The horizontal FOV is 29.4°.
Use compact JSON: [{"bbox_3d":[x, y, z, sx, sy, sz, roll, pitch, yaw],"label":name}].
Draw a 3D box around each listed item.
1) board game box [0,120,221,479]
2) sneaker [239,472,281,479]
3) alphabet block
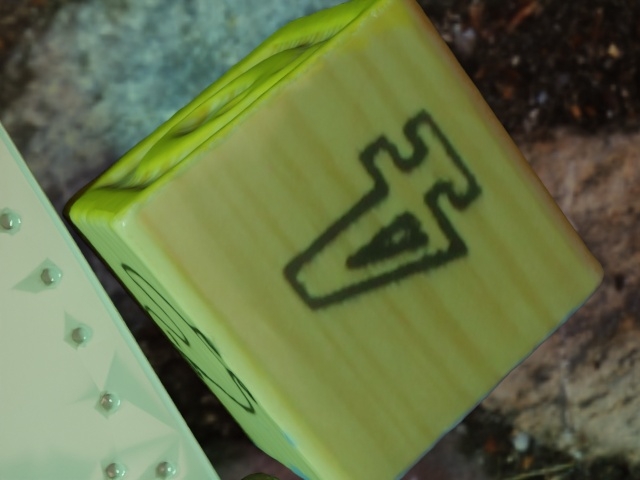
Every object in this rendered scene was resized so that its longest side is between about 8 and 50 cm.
[{"bbox_3d":[-0.298,0.110,0.656,0.390,0.050,0.390,-33,104,-16],"label":"board game box"},{"bbox_3d":[-0.096,0.194,0.674,0.071,0.066,0.188,44,78,-16],"label":"sneaker"},{"bbox_3d":[0.000,0.000,0.685,0.193,0.192,0.197,-42,105,-15],"label":"alphabet block"}]
